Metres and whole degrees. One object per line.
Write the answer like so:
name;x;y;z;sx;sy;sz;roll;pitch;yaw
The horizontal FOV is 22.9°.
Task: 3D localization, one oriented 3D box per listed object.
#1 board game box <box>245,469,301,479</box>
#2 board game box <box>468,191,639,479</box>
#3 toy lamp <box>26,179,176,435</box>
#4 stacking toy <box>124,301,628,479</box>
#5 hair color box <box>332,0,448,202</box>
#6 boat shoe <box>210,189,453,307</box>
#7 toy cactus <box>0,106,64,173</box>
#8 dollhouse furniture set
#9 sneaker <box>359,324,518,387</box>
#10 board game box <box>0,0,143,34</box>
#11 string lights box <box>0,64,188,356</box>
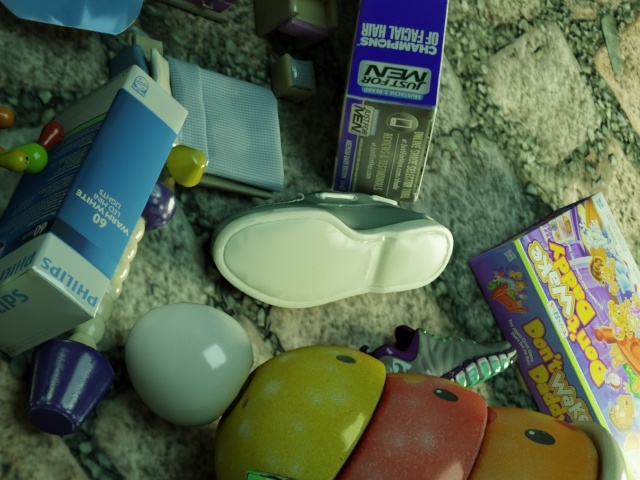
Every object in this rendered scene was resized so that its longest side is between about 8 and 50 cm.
board game box;0.005;0.378;1.370;0.046;0.214;0.317;33;70;-79
board game box;0.349;0.135;2.010;0.233;0.078;0.347;-26;91;-49
toy lamp;-0.206;0.060;1.480;0.080;0.080;0.274;41;46;-24
stacking toy;0.020;0.217;1.514;0.480;0.350;0.350;35;47;-9
hair color box;0.090;-0.237;1.833;0.110;0.185;0.338;7;57;0
boat shoe;0.000;0.000;1.730;0.319;0.116;0.099;0;28;-39
toy cactus;-0.345;-0.096;1.399;0.219;0.112;0.180;36;63;-29
dollhouse furniture set;-0.050;-0.183;1.667;0.286;0.198;0.303;14;62;-41
sneaker;0.140;0.128;1.800;0.224;0.083;0.098;-18;79;-48
board game box;-0.265;-0.259;1.600;0.169;0.033;0.133;6;56;-25
string lights box;-0.229;-0.030;1.456;0.077;0.133;0.259;41;47;-25
